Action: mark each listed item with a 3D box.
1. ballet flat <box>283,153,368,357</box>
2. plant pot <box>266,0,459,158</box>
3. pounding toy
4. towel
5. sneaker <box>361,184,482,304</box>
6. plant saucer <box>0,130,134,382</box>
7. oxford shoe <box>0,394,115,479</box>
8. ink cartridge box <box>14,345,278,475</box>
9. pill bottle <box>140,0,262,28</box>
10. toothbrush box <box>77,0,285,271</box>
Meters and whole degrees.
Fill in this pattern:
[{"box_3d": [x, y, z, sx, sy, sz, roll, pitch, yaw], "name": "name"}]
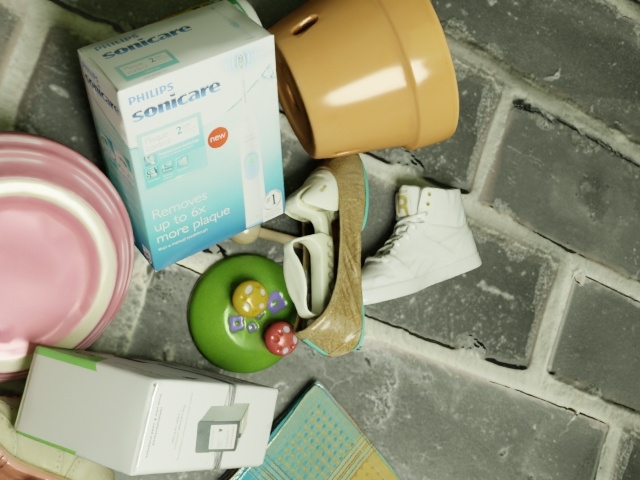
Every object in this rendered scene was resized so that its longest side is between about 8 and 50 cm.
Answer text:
[{"box_3d": [0.000, 0.000, 1.303, 0.124, 0.116, 0.342, 16, 68, -37], "name": "ballet flat"}, {"box_3d": [0.046, -0.246, 1.289, 0.204, 0.291, 0.290, -23, 102, -8], "name": "plant pot"}, {"box_3d": [-0.084, 0.087, 1.304, 0.183, 0.110, 0.236, 22, 82, -26], "name": "pounding toy"}, {"box_3d": [0.009, 0.442, 1.401, 0.271, 0.040, 0.370, -45, 111, -18], "name": "towel"}, {"box_3d": [0.126, -0.001, 1.420, 0.293, 0.108, 0.169, -19, 98, -35], "name": "sneaker"}, {"box_3d": [-0.387, 0.033, 1.090, 0.332, 0.084, 0.331, -11, 113, -27], "name": "plant saucer"}, {"box_3d": [-0.424, 0.254, 1.115, 0.141, 0.146, 0.397, -32, 123, 18], "name": "oxford shoe"}, {"box_3d": [-0.212, 0.218, 1.130, 0.273, 0.199, 0.114, 22, 79, -60], "name": "ink cartridge box"}, {"box_3d": [-0.190, -0.261, 1.238, 0.208, 0.118, 0.117, -29, 103, -23], "name": "pill bottle"}, {"box_3d": [-0.172, -0.137, 1.167, 0.216, 0.126, 0.295, -25, 137, -25], "name": "toothbrush box"}]
